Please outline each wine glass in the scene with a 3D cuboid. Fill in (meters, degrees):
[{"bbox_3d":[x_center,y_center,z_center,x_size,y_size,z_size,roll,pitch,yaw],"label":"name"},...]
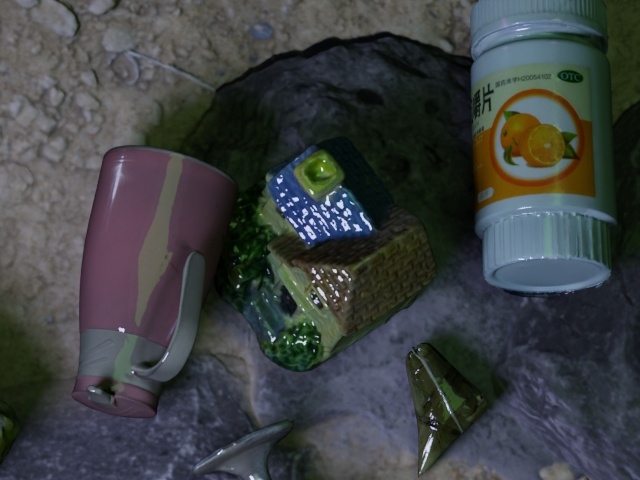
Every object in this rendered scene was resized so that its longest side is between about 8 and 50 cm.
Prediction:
[{"bbox_3d":[-0.031,0.310,1.802,0.126,0.126,0.241,-23,77,-18],"label":"wine glass"}]

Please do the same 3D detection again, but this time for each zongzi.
[{"bbox_3d":[0.108,0.179,1.917,0.104,0.052,0.113,43,82,11],"label":"zongzi"}]

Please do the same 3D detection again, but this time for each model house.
[{"bbox_3d":[0.000,0.000,1.872,0.195,0.189,0.214,-29,82,-21],"label":"model house"}]

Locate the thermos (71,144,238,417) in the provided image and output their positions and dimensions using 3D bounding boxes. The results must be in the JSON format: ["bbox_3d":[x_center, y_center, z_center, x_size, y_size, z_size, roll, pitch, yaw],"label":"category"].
[{"bbox_3d":[-0.175,0.049,1.830,0.146,0.176,0.265,24,68,-32],"label":"thermos"}]

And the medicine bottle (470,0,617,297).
[{"bbox_3d":[0.245,-0.109,1.974,0.158,0.158,0.318,3,72,-11],"label":"medicine bottle"}]

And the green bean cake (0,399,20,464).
[{"bbox_3d":[-0.452,0.190,1.730,0.247,0.156,0.250,45,69,2],"label":"green bean cake"}]
